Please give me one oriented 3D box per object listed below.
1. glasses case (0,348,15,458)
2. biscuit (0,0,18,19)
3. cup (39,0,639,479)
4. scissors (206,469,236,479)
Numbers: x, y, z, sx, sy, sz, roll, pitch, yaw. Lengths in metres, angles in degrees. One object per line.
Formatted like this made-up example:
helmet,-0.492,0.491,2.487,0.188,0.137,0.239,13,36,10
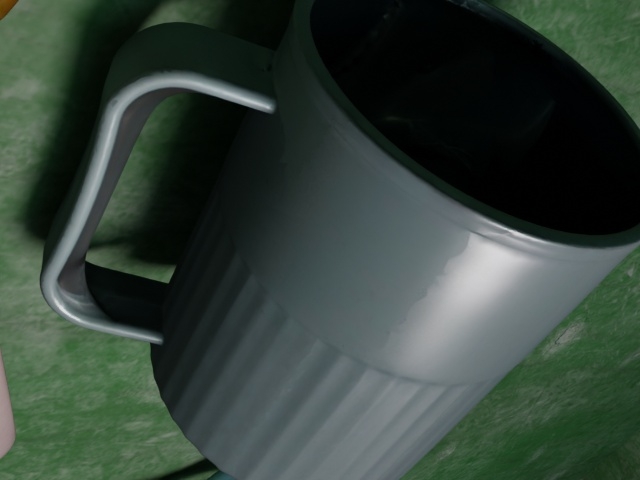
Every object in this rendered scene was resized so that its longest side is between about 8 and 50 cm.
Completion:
glasses case,-0.280,0.092,0.643,0.113,0.075,0.296,-17,146,-25
biscuit,-0.265,-0.111,0.393,0.299,0.045,0.154,-10,142,-36
cup,0.012,0.015,0.637,0.331,0.256,0.311,-8,143,-40
scissors,-0.182,0.326,1.061,0.393,0.032,0.180,-14,147,-51
